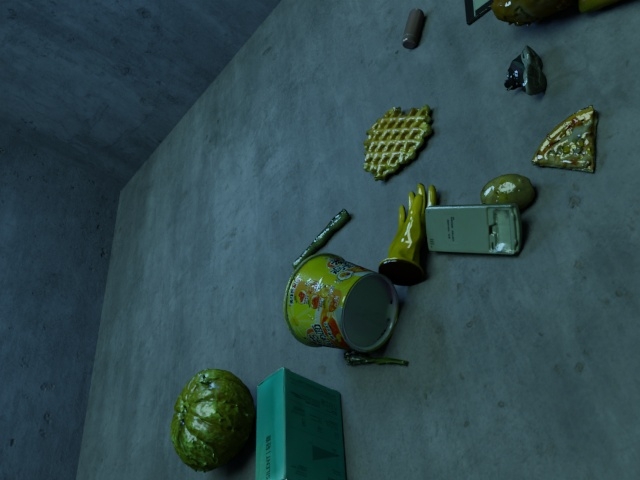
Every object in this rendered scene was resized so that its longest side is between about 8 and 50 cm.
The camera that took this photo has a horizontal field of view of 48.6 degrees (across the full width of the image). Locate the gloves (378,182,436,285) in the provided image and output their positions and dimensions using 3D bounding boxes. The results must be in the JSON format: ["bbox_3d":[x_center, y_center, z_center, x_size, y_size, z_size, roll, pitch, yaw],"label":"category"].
[{"bbox_3d":[0.237,-0.032,1.894,0.133,0.116,0.294,-17,45,40],"label":"gloves"}]

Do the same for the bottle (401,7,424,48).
[{"bbox_3d":[0.311,-0.711,2.385,0.053,0.053,0.140,-13,55,51],"label":"bottle"}]

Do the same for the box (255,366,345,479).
[{"bbox_3d":[-0.051,0.497,1.761,0.118,0.205,0.311,-41,36,32],"label":"box"}]

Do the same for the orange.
[{"bbox_3d":[-0.314,0.535,2.100,0.300,0.223,0.301,-24,49,60],"label":"orange"}]

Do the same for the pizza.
[{"bbox_3d":[0.563,-0.204,1.612,0.184,0.036,0.176,-39,37,32],"label":"pizza"}]

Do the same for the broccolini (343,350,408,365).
[{"bbox_3d":[0.139,0.309,1.811,0.218,0.044,0.042,0,50,50],"label":"broccolini"}]

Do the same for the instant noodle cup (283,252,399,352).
[{"bbox_3d":[0.062,0.171,1.839,0.200,0.264,0.264,10,73,50],"label":"instant noodle cup"}]

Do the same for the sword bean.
[{"bbox_3d":[0.000,0.000,2.264,0.269,0.038,0.043,-47,8,21],"label":"sword bean"}]

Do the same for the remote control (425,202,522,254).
[{"bbox_3d":[0.366,-0.029,1.712,0.285,0.038,0.123,-1,96,54],"label":"remote control"}]

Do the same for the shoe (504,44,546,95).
[{"bbox_3d":[0.519,-0.421,1.830,0.099,0.071,0.169,-34,36,41],"label":"shoe"}]

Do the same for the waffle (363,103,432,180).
[{"bbox_3d":[0.230,-0.317,2.177,0.291,0.051,0.291,-33,43,37],"label":"waffle"}]

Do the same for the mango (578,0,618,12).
[{"bbox_3d":[0.737,-0.654,1.668,0.317,0.119,0.176,-36,40,48],"label":"mango"}]

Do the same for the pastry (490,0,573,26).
[{"bbox_3d":[0.583,-0.685,1.849,0.255,0.162,0.311,-64,13,-7],"label":"pastry"}]

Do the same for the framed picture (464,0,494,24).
[{"bbox_3d":[0.572,-0.834,2.144,0.347,0.016,0.265,-32,40,39],"label":"framed picture"}]

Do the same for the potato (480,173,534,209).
[{"bbox_3d":[0.438,-0.110,1.681,0.138,0.070,0.092,-17,70,51],"label":"potato"}]
